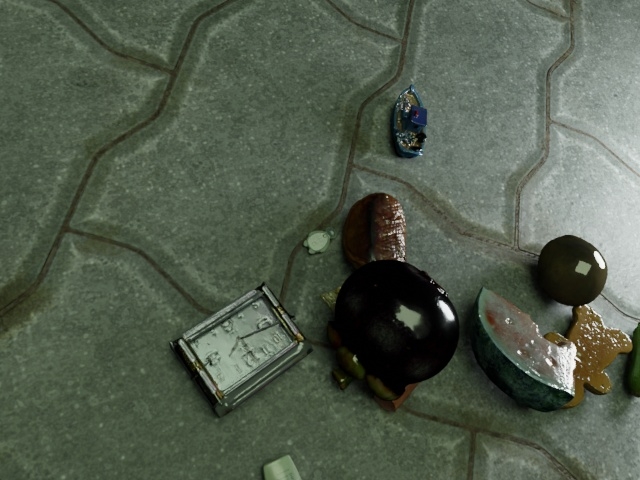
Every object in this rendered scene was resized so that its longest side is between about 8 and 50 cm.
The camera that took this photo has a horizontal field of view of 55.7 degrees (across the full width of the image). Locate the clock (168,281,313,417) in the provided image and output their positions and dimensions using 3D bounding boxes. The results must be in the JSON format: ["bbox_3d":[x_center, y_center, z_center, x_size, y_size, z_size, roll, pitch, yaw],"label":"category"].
[{"bbox_3d":[-0.160,0.220,1.247,0.253,0.083,0.186,-31,78,-27],"label":"clock"}]

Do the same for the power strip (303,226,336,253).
[{"bbox_3d":[0.000,0.000,1.440,0.083,0.035,0.055,-34,79,-15],"label":"power strip"}]

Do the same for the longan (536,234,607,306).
[{"bbox_3d":[0.637,0.074,1.540,0.167,0.168,0.187,7,42,-15],"label":"longan"}]

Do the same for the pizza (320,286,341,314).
[{"bbox_3d":[0.051,0.145,1.386,0.108,0.026,0.123,17,62,-7],"label":"pizza"}]

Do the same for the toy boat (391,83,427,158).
[{"bbox_3d":[0.242,-0.327,1.634,0.100,0.097,0.223,11,63,-16],"label":"toy boat"}]

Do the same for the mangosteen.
[{"bbox_3d":[0.133,0.192,1.261,0.275,0.275,0.302,43,98,5],"label":"mangosteen"}]

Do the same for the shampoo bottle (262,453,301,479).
[{"bbox_3d":[-0.047,0.522,1.158,0.072,0.049,0.213,-18,72,-29],"label":"shampoo bottle"}]

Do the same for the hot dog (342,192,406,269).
[{"bbox_3d":[0.137,-0.007,1.444,0.160,0.099,0.227,15,60,-11],"label":"hot dog"}]

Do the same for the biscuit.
[{"bbox_3d":[0.634,0.293,1.493,0.197,0.049,0.301,41,59,12],"label":"biscuit"}]

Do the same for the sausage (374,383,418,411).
[{"bbox_3d":[0.189,0.298,1.339,0.065,0.065,0.169,44,59,6],"label":"sausage"}]

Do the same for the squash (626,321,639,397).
[{"bbox_3d":[0.825,0.296,1.539,0.068,0.077,0.219,31,57,-11],"label":"squash"}]

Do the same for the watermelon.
[{"bbox_3d":[0.461,0.257,1.403,0.226,0.148,0.318,-12,50,-26],"label":"watermelon"}]
